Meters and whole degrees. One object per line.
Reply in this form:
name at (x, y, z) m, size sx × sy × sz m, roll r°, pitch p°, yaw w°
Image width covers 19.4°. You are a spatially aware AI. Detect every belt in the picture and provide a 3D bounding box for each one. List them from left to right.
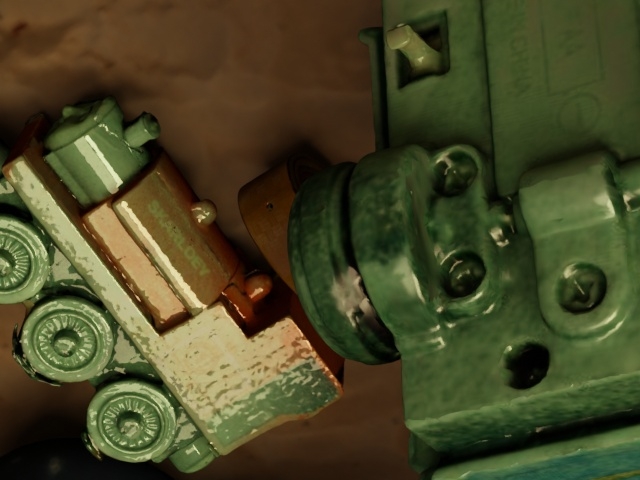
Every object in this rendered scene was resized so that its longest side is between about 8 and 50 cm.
belt at (0.000, 0.000, 0.799) m, size 0.036 × 0.059 × 0.083 m, roll -31°, pitch 123°, yaw 21°

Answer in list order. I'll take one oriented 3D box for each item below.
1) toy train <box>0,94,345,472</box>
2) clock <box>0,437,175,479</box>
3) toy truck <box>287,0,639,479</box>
toy train at (-0.077, 0.015, 0.808) m, size 0.118 × 0.074 × 0.176 m, roll -30°, pitch 108°, yaw 14°
clock at (-0.070, 0.186, 0.860) m, size 0.243 × 0.146 × 0.199 m, roll 20°, pitch 135°, yaw -12°
toy truck at (0.083, -0.049, 0.646) m, size 0.155 × 0.278 × 0.156 m, roll -16°, pitch 148°, yaw 24°
